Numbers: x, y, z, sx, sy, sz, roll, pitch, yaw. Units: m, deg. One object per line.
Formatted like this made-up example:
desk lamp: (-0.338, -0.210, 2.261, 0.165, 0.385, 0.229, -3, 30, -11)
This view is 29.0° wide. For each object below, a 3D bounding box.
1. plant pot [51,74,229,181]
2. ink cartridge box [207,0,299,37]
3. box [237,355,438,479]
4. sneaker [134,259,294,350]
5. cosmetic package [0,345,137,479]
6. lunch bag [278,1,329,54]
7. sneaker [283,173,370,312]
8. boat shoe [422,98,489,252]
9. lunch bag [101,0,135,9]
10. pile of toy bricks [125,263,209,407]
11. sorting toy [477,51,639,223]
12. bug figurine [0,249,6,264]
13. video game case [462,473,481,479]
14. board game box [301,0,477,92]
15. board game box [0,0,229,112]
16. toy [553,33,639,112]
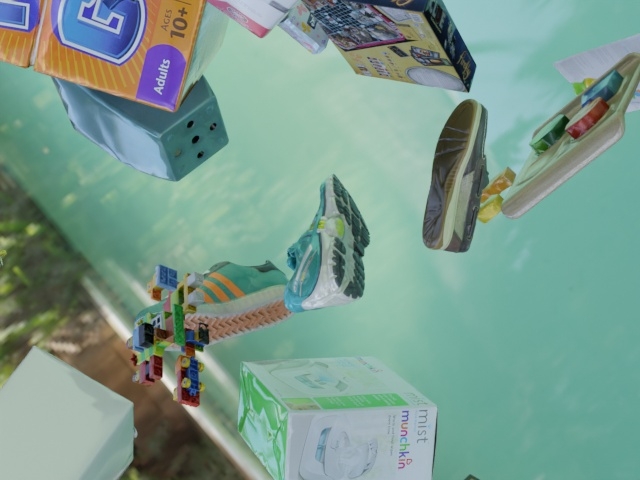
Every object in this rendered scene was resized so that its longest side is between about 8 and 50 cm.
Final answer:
plant pot: (-0.253, -0.205, 1.810, 0.234, 0.165, 0.165, 38, 157, 32)
ink cartridge box: (-0.073, -0.289, 1.157, 0.159, 0.092, 0.218, 34, 170, -11)
box: (0.019, 0.271, 1.853, 0.262, 0.231, 0.126, -148, 60, -69)
sneaker: (-0.196, 0.109, 2.197, 0.121, 0.302, 0.108, 60, 149, 37)
cosmetic package: (-0.377, 0.334, 1.456, 0.155, 0.365, 0.197, 27, 147, 9)
lunch bag: (-0.023, -0.286, 1.614, 0.071, 0.053, 0.083, 35, -155, -27)
sneaker: (0.000, 0.000, 1.767, 0.107, 0.110, 0.275, 56, -155, -27)
boat shoe: (0.140, -0.062, 1.216, 0.049, 0.152, 0.056, 15, -179, -27)
lunch bag: (-0.205, -0.286, 1.298, 0.065, 0.067, 0.098, 50, 146, -8)
pile of toy bricks: (-0.229, 0.140, 1.737, 0.118, 0.105, 0.212, 23, -133, -35)
sorting toy: (0.303, -0.121, 1.673, 0.041, 0.229, 0.307, 43, 126, -8)
bug figurine: (-0.563, -0.016, 1.762, 0.072, 0.216, 0.279, 13, 128, 40)
video game case: (0.270, 0.482, 1.828, 0.275, 0.248, 0.035, 29, 124, 26)
board game box: (0.087, -0.259, 1.534, 0.165, 0.042, 0.243, 13, 169, 22)
board game box: (-0.274, -0.417, 1.535, 0.356, 0.356, 0.356, 17, -158, -2)
toy: (0.471, -0.258, 1.775, 0.237, 0.056, 0.137, -17, 133, 42)
